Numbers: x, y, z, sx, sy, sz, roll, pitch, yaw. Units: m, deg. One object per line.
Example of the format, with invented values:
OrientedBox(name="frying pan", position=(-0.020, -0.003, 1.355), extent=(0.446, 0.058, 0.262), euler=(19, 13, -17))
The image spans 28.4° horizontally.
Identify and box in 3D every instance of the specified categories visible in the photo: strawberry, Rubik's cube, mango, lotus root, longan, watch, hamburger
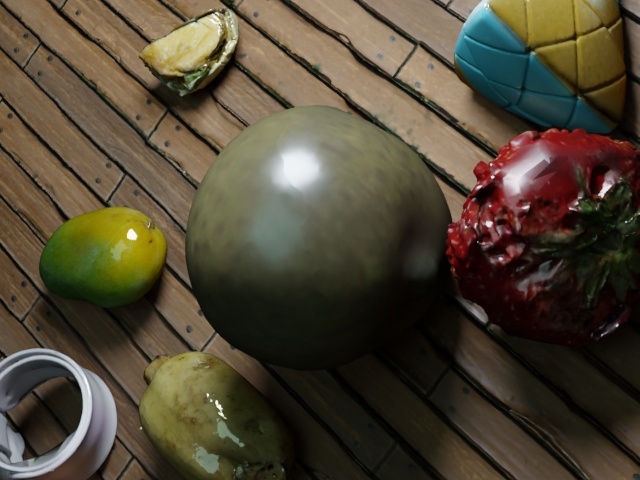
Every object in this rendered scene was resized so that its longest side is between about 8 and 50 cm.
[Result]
OrientedBox(name="strawberry", position=(0.274, -0.009, 1.538), extent=(0.274, 0.274, 0.220), euler=(-67, 19, 1))
OrientedBox(name="Rubik's cube", position=(0.239, -0.247, 1.613), extent=(0.254, 0.254, 0.254), euler=(-9, 73, 30))
OrientedBox(name="mango", position=(-0.341, 0.027, 1.972), extent=(0.251, 0.114, 0.156), euler=(-3, 86, 44))
OrientedBox(name="lotus root", position=(-0.155, 0.255, 1.772), extent=(0.160, 0.146, 0.284), euler=(-45, 54, -7))
OrientedBox(name="longan", position=(0.000, 0.000, 1.608), extent=(0.361, 0.361, 0.361), euler=(-9, 73, 30))
OrientedBox(name="watch", position=(-0.424, 0.304, 1.934), extent=(0.231, 0.196, 0.244), euler=(-21, 66, 3))
OrientedBox(name="hamburger", position=(-0.193, -0.279, 1.974), extent=(0.176, 0.087, 0.102), euler=(-25, 77, 18))
